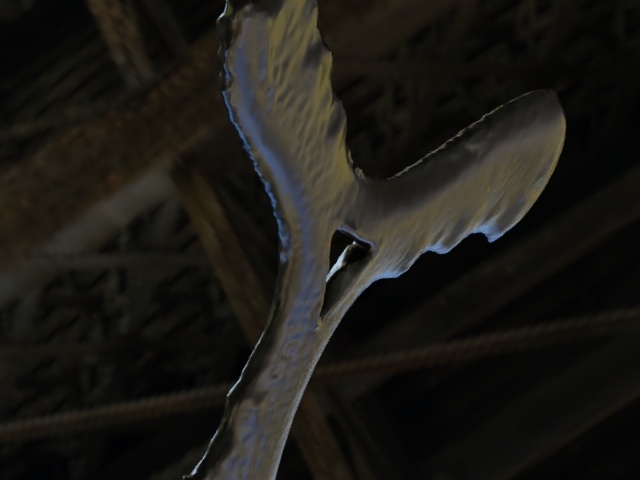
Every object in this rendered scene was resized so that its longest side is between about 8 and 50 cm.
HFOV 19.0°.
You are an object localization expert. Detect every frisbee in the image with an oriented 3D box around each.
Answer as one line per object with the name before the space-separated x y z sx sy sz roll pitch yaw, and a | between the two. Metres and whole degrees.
frisbee | 0.000 0.000 0.482 0.012 0.187 0.211 25 -116 27
